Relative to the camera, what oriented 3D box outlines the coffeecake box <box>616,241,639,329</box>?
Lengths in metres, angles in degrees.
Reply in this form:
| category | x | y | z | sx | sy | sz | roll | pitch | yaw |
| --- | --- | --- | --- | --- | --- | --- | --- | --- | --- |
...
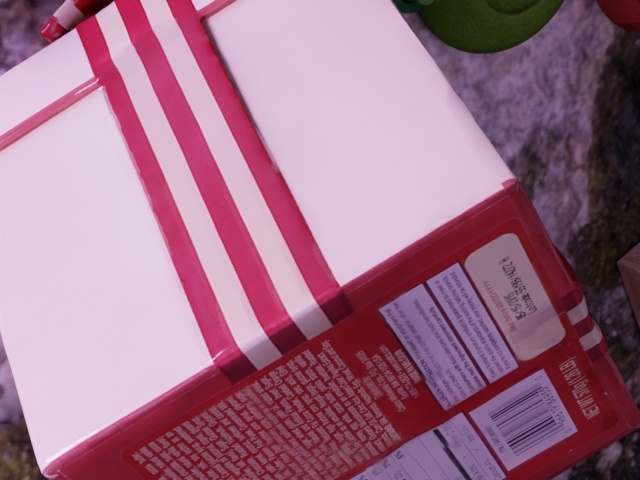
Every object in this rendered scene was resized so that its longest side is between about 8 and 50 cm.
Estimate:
| category | x | y | z | sx | sy | sz | roll | pitch | yaw |
| --- | --- | --- | --- | --- | --- | --- | --- | --- | --- |
| coffeecake box | 0.332 | 0.023 | 1.084 | 0.185 | 0.068 | 0.142 | -38 | 126 | -16 |

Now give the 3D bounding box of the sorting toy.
| category | x | y | z | sx | sy | sz | roll | pitch | yaw |
| --- | --- | --- | --- | --- | --- | --- | --- | --- | --- |
| sorting toy | 0.158 | -0.164 | 0.844 | 0.365 | 0.126 | 0.127 | -10 | 115 | -33 |

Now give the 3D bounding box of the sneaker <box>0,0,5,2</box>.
| category | x | y | z | sx | sy | sz | roll | pitch | yaw |
| --- | --- | --- | --- | --- | --- | --- | --- | --- | --- |
| sneaker | -0.182 | -0.208 | 0.599 | 0.151 | 0.094 | 0.256 | -34 | 129 | -26 |

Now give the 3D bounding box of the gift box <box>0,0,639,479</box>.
| category | x | y | z | sx | sy | sz | roll | pitch | yaw |
| --- | --- | --- | --- | --- | --- | --- | --- | --- | --- |
| gift box | 0.000 | 0.000 | 0.692 | 0.276 | 0.258 | 0.255 | -29 | 139 | 0 |
